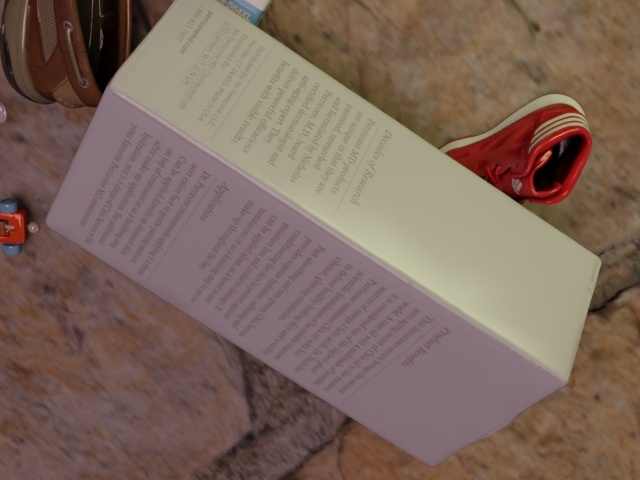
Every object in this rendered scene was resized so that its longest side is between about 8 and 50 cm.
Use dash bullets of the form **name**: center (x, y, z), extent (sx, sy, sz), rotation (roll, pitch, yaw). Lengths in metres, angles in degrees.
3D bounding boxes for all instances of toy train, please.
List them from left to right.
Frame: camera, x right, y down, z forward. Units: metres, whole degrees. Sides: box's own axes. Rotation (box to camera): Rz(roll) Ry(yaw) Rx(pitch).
- **toy train**: center (-0.353, -0.069, 1.130), extent (0.125, 0.046, 0.166), rotation (-1, 111, 3)

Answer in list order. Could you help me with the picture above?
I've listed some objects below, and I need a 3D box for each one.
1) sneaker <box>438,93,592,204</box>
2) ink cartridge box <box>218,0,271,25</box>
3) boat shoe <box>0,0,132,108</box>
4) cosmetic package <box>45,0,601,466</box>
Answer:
- **sneaker**: center (0.160, -0.056, 1.051), extent (0.221, 0.128, 0.087), rotation (-39, 102, 15)
- **ink cartridge box**: center (-0.061, -0.277, 1.013), extent (0.090, 0.092, 0.143), rotation (34, 108, -8)
- **boat shoe**: center (-0.213, -0.273, 0.999), extent (0.120, 0.122, 0.324), rotation (19, 120, 24)
- **cosmetic package**: center (0.000, 0.000, 1.018), extent (0.453, 0.161, 0.230), rotation (34, 141, -7)
